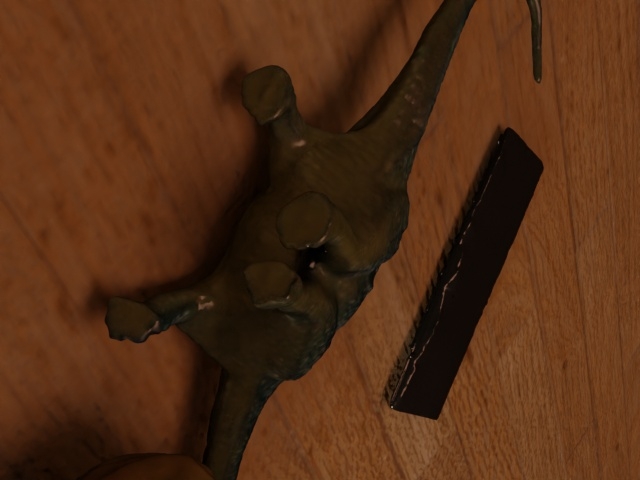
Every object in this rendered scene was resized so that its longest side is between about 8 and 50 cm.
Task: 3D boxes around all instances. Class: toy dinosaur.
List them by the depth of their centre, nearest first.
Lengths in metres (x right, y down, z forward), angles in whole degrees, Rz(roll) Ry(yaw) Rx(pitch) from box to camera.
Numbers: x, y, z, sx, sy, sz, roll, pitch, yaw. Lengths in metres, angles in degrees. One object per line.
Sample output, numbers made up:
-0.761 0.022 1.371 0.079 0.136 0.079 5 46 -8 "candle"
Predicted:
-0.006 0.001 0.456 0.363 0.076 0.147 -60 155 -4 "toy dinosaur"

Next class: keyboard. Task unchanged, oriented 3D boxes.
0.099 0.025 0.657 0.074 0.015 0.197 28 84 -59 "keyboard"

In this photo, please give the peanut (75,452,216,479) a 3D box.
-0.117 0.211 0.354 0.159 0.143 0.291 49 65 -41 "peanut"
